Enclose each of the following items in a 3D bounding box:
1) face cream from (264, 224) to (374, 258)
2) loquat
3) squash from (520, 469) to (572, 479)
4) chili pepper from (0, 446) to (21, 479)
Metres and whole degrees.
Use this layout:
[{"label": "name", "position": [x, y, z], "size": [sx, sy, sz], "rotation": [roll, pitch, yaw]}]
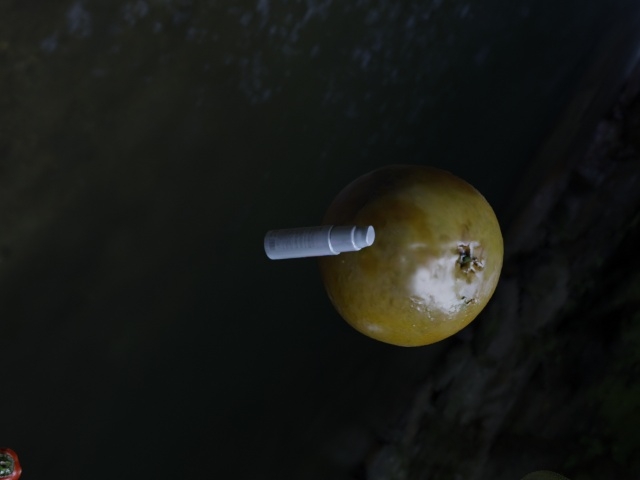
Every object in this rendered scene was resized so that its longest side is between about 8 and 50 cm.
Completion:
[{"label": "face cream", "position": [0.000, 0.000, 1.362], "size": [0.034, 0.130, 0.034], "rotation": [15, 72, -57]}, {"label": "loquat", "position": [0.127, 0.020, 1.738], "size": [0.263, 0.263, 0.263], "rotation": [-52, 165, -20]}, {"label": "squash", "position": [0.322, 0.356, 1.611], "size": [0.083, 0.083, 0.250], "rotation": [-56, -168, -6]}, {"label": "chili pepper", "position": [-0.503, 0.353, 1.901], "size": [0.272, 0.071, 0.063], "rotation": [149, -48, -67]}]
